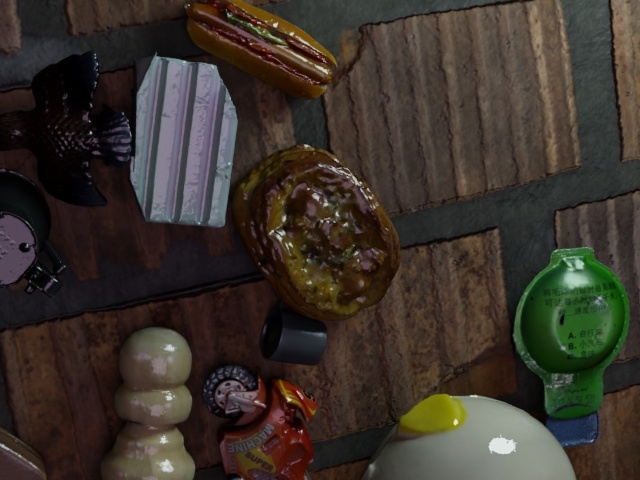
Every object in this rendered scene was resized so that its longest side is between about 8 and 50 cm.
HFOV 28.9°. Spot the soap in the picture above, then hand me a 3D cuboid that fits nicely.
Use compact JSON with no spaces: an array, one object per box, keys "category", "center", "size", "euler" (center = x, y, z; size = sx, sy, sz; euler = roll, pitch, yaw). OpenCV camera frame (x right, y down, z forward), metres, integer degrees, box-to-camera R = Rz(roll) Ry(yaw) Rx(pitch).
[{"category":"soap","center":[-0.195,-0.141,1.708],"size":[0.145,0.091,0.230],"euler":[4,101,-20]}]

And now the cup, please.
[{"category":"cup","center":[-0.037,0.133,1.831],"size":[0.077,0.078,0.100],"euler":[14,68,-23]}]

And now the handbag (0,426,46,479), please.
[{"category":"handbag","center":[-0.495,0.356,1.751],"size":[0.151,0.072,0.193],"euler":[41,91,-20]}]

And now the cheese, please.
[{"category":"cheese","center":[0.394,0.169,1.950],"size":[0.204,0.083,0.320],"euler":[-5,102,-17]}]

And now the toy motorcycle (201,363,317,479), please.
[{"category":"toy motorcycle","center":[-0.075,0.314,1.848],"size":[0.171,0.089,0.298],"euler":[-16,107,-13]}]

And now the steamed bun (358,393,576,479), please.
[{"category":"steamed bun","center":[0.208,0.415,1.839],"size":[0.334,0.334,0.374],"euler":[26,89,-20]}]

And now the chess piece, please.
[{"category":"chess piece","center":[-0.242,0.253,1.770],"size":[0.143,0.143,0.261],"euler":[2,98,-16]}]

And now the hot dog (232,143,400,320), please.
[{"category":"hot dog","center":[0.000,0.000,1.780],"size":[0.196,0.122,0.272],"euler":[-36,108,-5]}]

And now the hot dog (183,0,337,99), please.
[{"category":"hot dog","center":[-0.086,-0.272,1.722],"size":[0.236,0.062,0.092],"euler":[23,99,-19]}]

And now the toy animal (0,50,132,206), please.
[{"category":"toy animal","center":[-0.347,-0.142,1.650],"size":[0.179,0.116,0.218],"euler":[-4,110,-16]}]

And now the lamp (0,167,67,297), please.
[{"category":"lamp","center":[-0.410,0.002,1.606],"size":[0.172,0.227,0.147],"euler":[43,89,-20]}]
